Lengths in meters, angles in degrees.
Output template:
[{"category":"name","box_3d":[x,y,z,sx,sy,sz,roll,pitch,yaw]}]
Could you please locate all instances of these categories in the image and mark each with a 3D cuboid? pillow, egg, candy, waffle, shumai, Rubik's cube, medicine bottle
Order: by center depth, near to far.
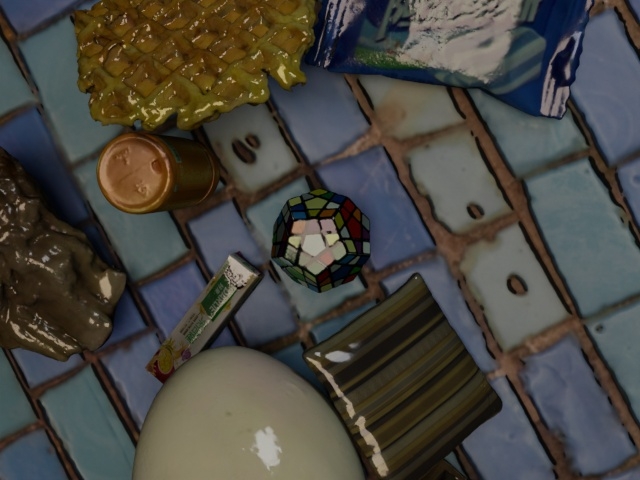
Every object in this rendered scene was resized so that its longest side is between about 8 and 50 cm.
[{"category":"egg","box_3d":[-0.087,0.296,0.938,0.283,0.283,0.345,-18,81,10]},{"category":"waffle","box_3d":[-0.154,-0.259,0.942,0.302,0.068,0.325,-8,54,4]},{"category":"candy","box_3d":[0.161,-0.270,0.959,0.331,0.077,0.187,15,99,5]},{"category":"medicine bottle","box_3d":[-0.196,-0.084,0.968,0.096,0.192,0.096,1,96,9]},{"category":"pillow","box_3d":[0.106,0.176,0.969,0.208,0.052,0.212,-31,88,-29]},{"category":"Rubik's cube","box_3d":[0.000,0.000,0.986,0.133,0.133,0.112,-37,64,10]},{"category":"shumai","box_3d":[-0.424,0.039,1.056,0.283,0.217,0.346,15,110,-24]}]

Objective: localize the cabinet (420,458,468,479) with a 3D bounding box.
[{"category":"cabinet","box_3d":[0.171,0.409,0.961,0.215,0.175,0.148,42,99,3]}]

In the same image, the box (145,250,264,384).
[{"category":"box","box_3d":[-0.158,0.110,1.055,0.050,0.041,0.207,39,99,7]}]
